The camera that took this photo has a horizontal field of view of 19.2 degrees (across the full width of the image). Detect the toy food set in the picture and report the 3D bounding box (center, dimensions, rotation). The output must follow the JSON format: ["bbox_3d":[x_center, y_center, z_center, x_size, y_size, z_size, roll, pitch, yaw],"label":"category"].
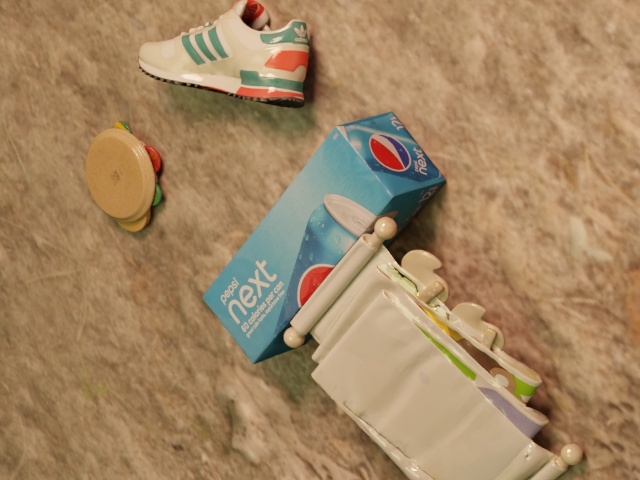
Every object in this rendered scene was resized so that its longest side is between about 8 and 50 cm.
[{"bbox_3d":[-0.164,-0.054,1.580,0.083,0.020,0.082,48,128,20],"label":"toy food set"}]

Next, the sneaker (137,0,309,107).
[{"bbox_3d":[-0.071,-0.150,1.457,0.161,0.057,0.075,16,96,39],"label":"sneaker"}]

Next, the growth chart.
[{"bbox_3d":[0.081,0.107,1.377,0.237,0.021,0.172,49,129,-1],"label":"growth chart"}]

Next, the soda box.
[{"bbox_3d":[0.000,0.000,1.423,0.071,0.067,0.210,53,131,16],"label":"soda box"}]
